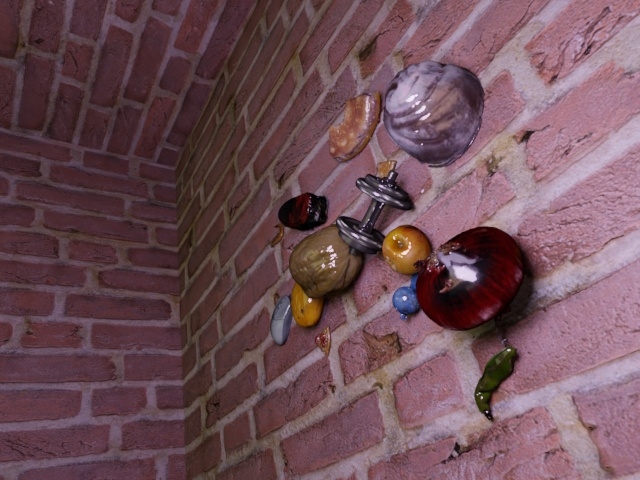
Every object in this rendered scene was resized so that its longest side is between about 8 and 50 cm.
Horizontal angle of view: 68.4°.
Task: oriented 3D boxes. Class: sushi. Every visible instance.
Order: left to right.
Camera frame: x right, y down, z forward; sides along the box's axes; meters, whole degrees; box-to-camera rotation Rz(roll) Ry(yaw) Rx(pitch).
[{"bbox_3d":[-0.065,-0.112,1.913,0.225,0.126,0.137,-16,67,49],"label":"sushi"}]

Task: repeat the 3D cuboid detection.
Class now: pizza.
[{"bbox_3d":[0.011,0.381,1.743,0.100,0.029,0.099,-49,45,40],"label":"pizza"},{"bbox_3d":[0.129,-0.416,1.719,0.161,0.085,0.306,51,129,23],"label":"pizza"},{"bbox_3d":[0.221,-0.244,1.582,0.083,0.025,0.078,-61,41,24],"label":"pizza"}]

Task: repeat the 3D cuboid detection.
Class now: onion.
[{"bbox_3d":[0.373,0.109,1.122,0.273,0.285,0.273,-46,9,9],"label":"onion"}]

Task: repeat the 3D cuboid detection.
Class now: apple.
[{"bbox_3d":[0.247,0.022,1.360,0.146,0.146,0.147,-21,64,54],"label":"apple"}]

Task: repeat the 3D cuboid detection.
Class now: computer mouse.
[{"bbox_3d":[-0.171,0.333,2.004,0.113,0.068,0.229,9,90,56],"label":"computer mouse"}]

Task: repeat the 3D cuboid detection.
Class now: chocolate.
[{"bbox_3d":[0.285,-0.375,1.348,0.303,0.212,0.304,-21,64,52],"label":"chocolate"}]

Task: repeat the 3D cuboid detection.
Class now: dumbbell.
[{"bbox_3d":[0.164,-0.083,1.460,0.290,0.191,0.192,-64,36,15],"label":"dumbbell"}]

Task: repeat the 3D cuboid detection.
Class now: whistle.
[{"bbox_3d":[0.254,0.156,1.371,0.090,0.090,0.158,11,92,58],"label":"whistle"}]

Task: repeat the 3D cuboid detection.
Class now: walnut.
[{"bbox_3d":[0.023,0.075,1.622,0.283,0.227,0.283,-39,39,41],"label":"walnut"}]

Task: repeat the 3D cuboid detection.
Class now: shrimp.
[{"bbox_3d":[-0.206,-0.022,2.192,0.127,0.025,0.091,-55,40,27],"label":"shrimp"}]

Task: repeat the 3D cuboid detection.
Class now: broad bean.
[{"bbox_3d":[0.410,0.328,1.118,0.061,0.046,0.196,28,110,44],"label":"broad bean"}]

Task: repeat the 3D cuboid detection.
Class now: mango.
[{"bbox_3d":[-0.052,0.206,1.813,0.157,0.108,0.263,-31,55,55],"label":"mango"}]
